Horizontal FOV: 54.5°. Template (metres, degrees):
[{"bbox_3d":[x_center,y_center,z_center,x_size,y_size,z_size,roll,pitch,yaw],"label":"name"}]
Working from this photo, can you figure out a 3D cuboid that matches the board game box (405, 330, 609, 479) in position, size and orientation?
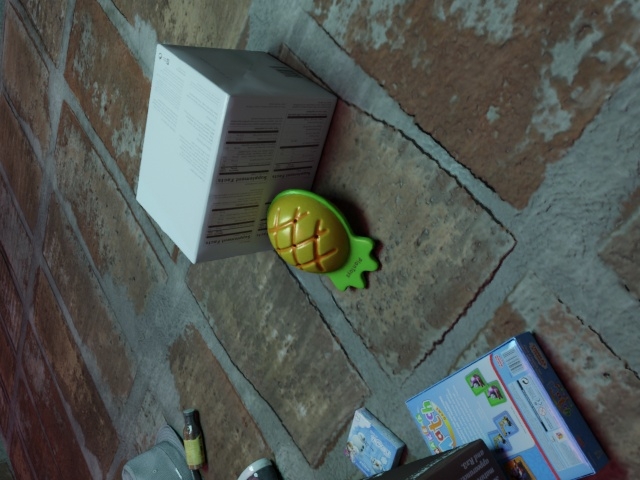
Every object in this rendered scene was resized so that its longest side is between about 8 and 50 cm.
[{"bbox_3d":[0.211,0.227,0.750,0.211,0.039,0.160,-46,63,44],"label":"board game box"}]

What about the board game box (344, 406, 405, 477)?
[{"bbox_3d":[0.079,0.315,0.937,0.090,0.020,0.090,34,122,40],"label":"board game box"}]

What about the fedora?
[{"bbox_3d":[-0.380,0.584,1.452,0.275,0.124,0.244,53,133,28],"label":"fedora"}]

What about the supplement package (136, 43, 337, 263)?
[{"bbox_3d":[-0.138,-0.137,0.961,0.199,0.198,0.263,41,126,36],"label":"supplement package"}]

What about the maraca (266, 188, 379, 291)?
[{"bbox_3d":[0.000,0.000,0.912,0.185,0.099,0.127,36,130,8],"label":"maraca"}]

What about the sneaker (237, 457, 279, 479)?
[{"bbox_3d":[-0.129,0.522,1.178,0.121,0.079,0.217,53,132,31],"label":"sneaker"}]

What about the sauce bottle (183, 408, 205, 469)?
[{"bbox_3d":[-0.281,0.437,1.370,0.042,0.042,0.128,0,98,50],"label":"sauce bottle"}]

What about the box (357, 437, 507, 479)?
[{"bbox_3d":[0.068,0.391,0.794,0.143,0.191,0.381,62,144,14],"label":"box"}]
